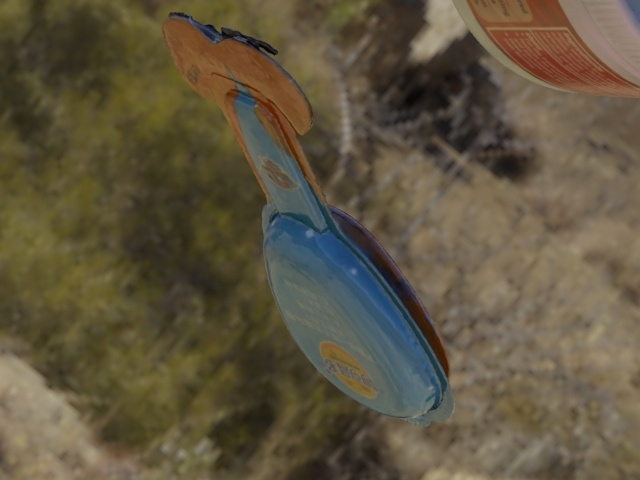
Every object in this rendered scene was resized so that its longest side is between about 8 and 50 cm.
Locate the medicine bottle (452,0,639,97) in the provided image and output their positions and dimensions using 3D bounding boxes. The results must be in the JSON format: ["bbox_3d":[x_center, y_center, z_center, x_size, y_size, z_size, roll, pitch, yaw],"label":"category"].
[{"bbox_3d":[0.233,-0.220,1.311,0.252,0.252,0.241,30,-6,-23],"label":"medicine bottle"}]

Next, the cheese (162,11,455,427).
[{"bbox_3d":[-0.001,0.001,0.375,0.047,0.017,0.111,22,-30,40],"label":"cheese"}]
